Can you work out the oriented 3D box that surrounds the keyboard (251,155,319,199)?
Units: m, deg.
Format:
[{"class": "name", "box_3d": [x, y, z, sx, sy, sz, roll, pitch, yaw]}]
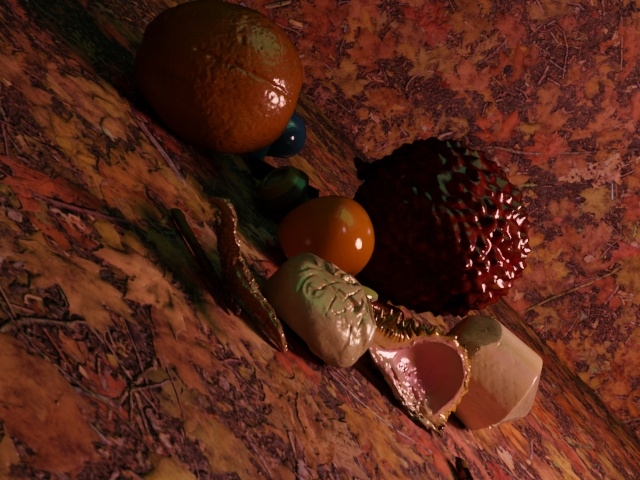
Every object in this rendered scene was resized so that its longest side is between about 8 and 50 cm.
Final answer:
[{"class": "keyboard", "box_3d": [-0.087, -0.139, 2.158, 0.198, 0.063, 0.010, 28, 46, 21]}]

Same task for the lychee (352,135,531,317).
[{"class": "lychee", "box_3d": [0.251, -0.042, 2.105, 0.500, 0.424, 0.424, 36, 8, 27]}]

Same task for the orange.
[{"class": "orange", "box_3d": [-0.223, -0.359, 1.964, 0.357, 0.322, 0.322, 20, 20, -12]}]

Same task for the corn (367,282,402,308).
[{"class": "corn", "box_3d": [0.156, 0.109, 2.282, 0.068, 0.068, 0.207, 37, 16, -34]}]

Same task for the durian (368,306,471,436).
[{"class": "durian", "box_3d": [0.176, 0.229, 1.861, 0.305, 0.185, 0.195, 45, -4, -18]}]

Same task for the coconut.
[{"class": "coconut", "box_3d": [0.377, 0.310, 2.037, 0.244, 0.239, 0.239, 41, 14, -1]}]

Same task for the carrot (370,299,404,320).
[{"class": "carrot", "box_3d": [0.108, 0.153, 2.057, 0.210, 0.061, 0.061, 28, 22, -41]}]

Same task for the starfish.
[{"class": "starfish", "box_3d": [-0.130, 0.062, 1.516, 0.299, 0.060, 0.302, 91, -26, -68]}]

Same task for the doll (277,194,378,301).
[{"class": "doll", "box_3d": [0.028, 0.024, 1.901, 0.213, 0.213, 0.236, 16, 47, -64]}]

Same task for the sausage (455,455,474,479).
[{"class": "sausage", "box_3d": [0.290, 0.481, 1.712, 0.198, 0.025, 0.028, -111, -162, -60]}]

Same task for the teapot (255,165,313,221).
[{"class": "teapot", "box_3d": [-0.086, -0.104, 2.093, 0.166, 0.130, 0.119, 13, -36, 52]}]

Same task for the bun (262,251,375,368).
[{"class": "bun", "box_3d": [0.007, 0.117, 1.654, 0.229, 0.145, 0.229, 47, 3, -3]}]

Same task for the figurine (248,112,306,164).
[{"class": "figurine", "box_3d": [-0.206, -0.360, 2.316, 0.298, 0.243, 0.416, 49, -10, 50]}]

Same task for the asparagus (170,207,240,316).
[{"class": "asparagus", "box_3d": [-0.198, 0.034, 1.533, 0.248, 0.025, 0.024, 54, -26, 31]}]
